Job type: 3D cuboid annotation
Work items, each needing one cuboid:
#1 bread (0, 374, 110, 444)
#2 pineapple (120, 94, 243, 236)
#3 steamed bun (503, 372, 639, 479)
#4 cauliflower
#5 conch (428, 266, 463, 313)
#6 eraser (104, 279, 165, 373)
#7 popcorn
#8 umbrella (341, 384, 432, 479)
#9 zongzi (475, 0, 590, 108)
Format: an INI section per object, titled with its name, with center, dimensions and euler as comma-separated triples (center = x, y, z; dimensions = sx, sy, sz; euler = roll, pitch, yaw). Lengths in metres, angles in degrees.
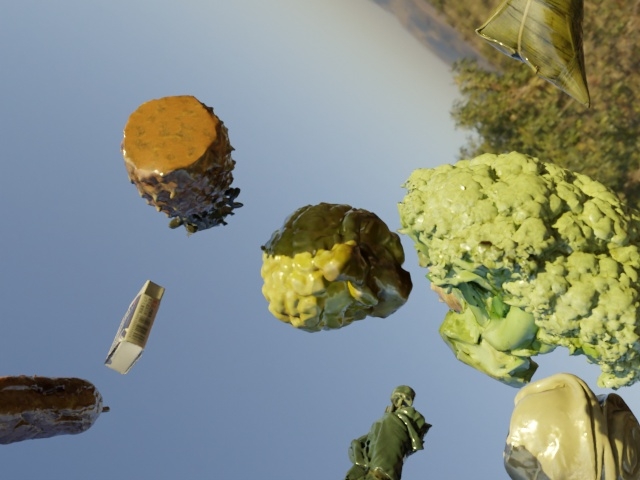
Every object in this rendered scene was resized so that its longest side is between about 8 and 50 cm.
[bread]
center = -0.472, 0.292, 1.263
dimensions = 0.084, 0.124, 0.344
euler = 56, -166, 25
[pineapple]
center = -0.195, -0.086, 1.090
dimensions = 0.158, 0.158, 0.278
euler = 44, 164, 17
[steamed bun]
center = 0.596, 0.467, 1.666
dimensions = 0.368, 0.255, 0.342
euler = 40, -140, -22
[cauliflower]
center = 0.196, 0.041, 0.763
dimensions = 0.273, 0.250, 0.275
euler = 16, -156, -4
[conch]
center = 0.359, 0.016, 1.431
dimensions = 0.352, 0.210, 0.297
euler = 1, 133, 41
[eraser]
center = -0.459, 0.213, 1.847
dimensions = 0.068, 0.124, 0.210
euler = 28, -143, -16
[popcorn]
center = 0.025, 0.042, 1.149
dimensions = 0.237, 0.205, 0.251
euler = 5, 178, -19
[umbrella]
center = 0.121, 0.405, 1.392
dimensions = 0.143, 0.094, 0.349
euler = 13, -148, 12
[zongzi]
center = 0.351, -0.321, 1.029
dimensions = 0.094, 0.204, 0.204
euler = -4, -136, -44
